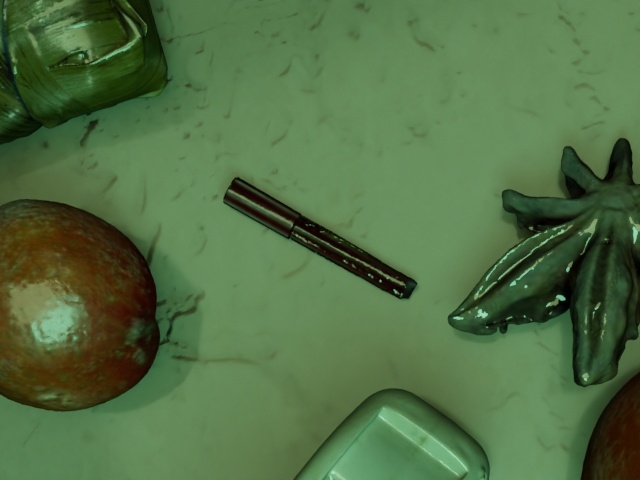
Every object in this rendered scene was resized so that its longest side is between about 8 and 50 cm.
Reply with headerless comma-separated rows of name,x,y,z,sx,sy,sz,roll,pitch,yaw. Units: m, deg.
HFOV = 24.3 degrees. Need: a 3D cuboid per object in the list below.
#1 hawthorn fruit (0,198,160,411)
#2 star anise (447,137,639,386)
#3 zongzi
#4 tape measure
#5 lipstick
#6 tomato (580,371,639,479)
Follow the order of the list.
hawthorn fruit,-0.209,0.054,1.179,0.173,0.173,0.172,-1,83,7
star anise,0.230,0.018,1.158,0.258,0.110,0.198,-37,55,-14
zongzi,-0.290,-0.200,1.245,0.289,0.123,0.260,-19,77,8
tape measure,0.017,0.237,1.079,0.130,0.258,0.265,37,89,12
lipstick,0.000,0.000,1.231,0.176,0.027,0.027,30,87,8
tomato,0.323,0.186,1.052,0.265,0.265,0.264,-1,83,7
